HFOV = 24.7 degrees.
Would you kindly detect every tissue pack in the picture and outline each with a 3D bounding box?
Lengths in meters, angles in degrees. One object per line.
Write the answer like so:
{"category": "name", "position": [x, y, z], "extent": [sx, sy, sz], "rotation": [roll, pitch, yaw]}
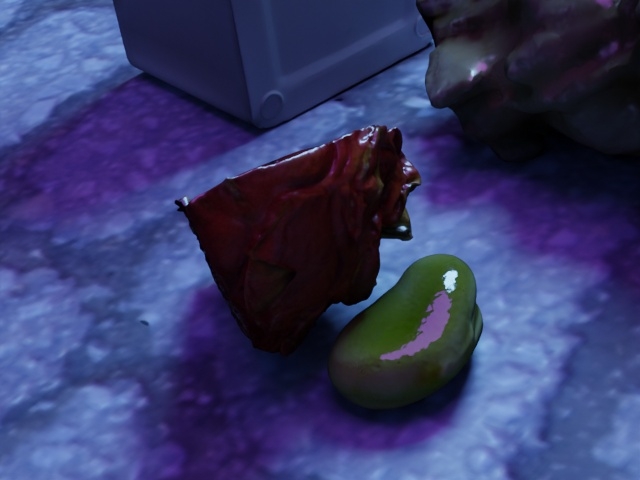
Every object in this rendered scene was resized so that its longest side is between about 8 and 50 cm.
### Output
{"category": "tissue pack", "position": [-0.037, -0.216, 0.862], "extent": [0.159, 0.246, 0.136], "rotation": [-30, 39, -27]}

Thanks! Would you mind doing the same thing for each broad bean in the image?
{"category": "broad bean", "position": [0.041, 0.042, 0.649], "extent": [0.063, 0.045, 0.083], "rotation": [17, 50, 42]}

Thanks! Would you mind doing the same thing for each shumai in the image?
{"category": "shumai", "position": [0.219, -0.108, 0.762], "extent": [0.283, 0.217, 0.346], "rotation": [-30, 13, 28]}

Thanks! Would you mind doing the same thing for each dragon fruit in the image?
{"category": "dragon fruit", "position": [0.000, 0.000, 0.663], "extent": [0.106, 0.083, 0.162], "rotation": [-24, -6, -4]}
